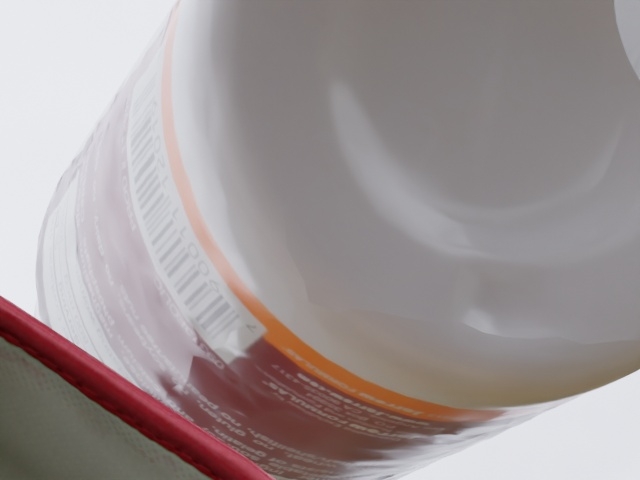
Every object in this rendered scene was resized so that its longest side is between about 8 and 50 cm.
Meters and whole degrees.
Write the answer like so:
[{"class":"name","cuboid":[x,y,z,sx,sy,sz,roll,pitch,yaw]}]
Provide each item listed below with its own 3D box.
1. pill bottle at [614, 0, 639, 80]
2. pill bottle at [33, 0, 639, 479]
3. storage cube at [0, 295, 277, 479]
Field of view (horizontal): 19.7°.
[{"class":"pill bottle","cuboid":[0.153,-0.082,0.504,0.137,0.078,0.078,-34,-31,-15]},{"class":"pill bottle","cuboid":[0.000,0.000,0.817,0.224,0.224,0.392,-8,-13,-21]},{"class":"storage cube","cuboid":[-0.060,0.159,0.279,0.184,0.215,0.193,32,-54,2]}]
